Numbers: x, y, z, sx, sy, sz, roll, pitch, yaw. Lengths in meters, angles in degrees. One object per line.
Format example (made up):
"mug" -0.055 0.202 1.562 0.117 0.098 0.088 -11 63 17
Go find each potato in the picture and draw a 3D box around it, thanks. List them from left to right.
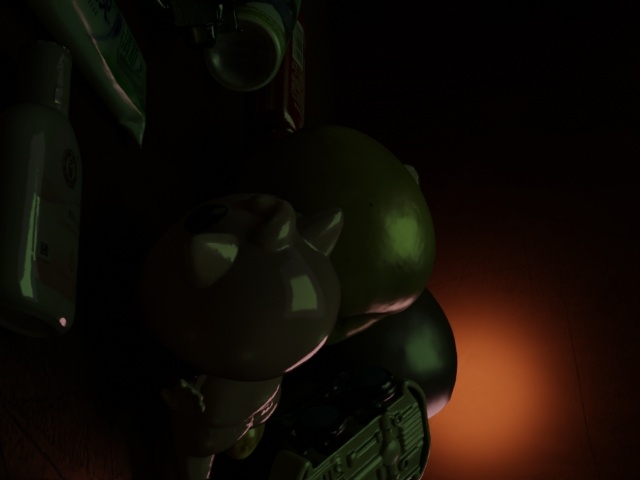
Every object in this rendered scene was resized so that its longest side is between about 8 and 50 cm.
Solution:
"potato" -0.084 0.189 0.950 0.068 0.062 0.083 51 -4 -23

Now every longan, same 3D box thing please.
"longan" 0.052 0.153 1.337 0.350 0.288 0.289 158 -72 -84

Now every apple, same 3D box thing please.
"apple" 0.000 0.000 1.079 0.262 0.262 0.262 -5 90 -84

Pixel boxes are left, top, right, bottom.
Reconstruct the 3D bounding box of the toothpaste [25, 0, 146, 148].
"toothpaste" -0.157 -0.147 0.620 0.297 0.048 0.075 73 14 -75

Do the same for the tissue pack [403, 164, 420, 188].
"tissue pack" 0.041 -0.031 1.440 0.225 0.184 0.124 127 -39 -72

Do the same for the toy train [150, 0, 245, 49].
"toy train" -0.123 -0.293 0.858 0.137 0.090 0.226 -100 -177 -77

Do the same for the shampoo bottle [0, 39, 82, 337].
"shampoo bottle" -0.159 -0.033 0.515 0.080 0.040 0.165 65 22 -69

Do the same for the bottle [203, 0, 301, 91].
"bottle" -0.080 -0.283 1.195 0.330 0.093 0.093 -82 166 -64

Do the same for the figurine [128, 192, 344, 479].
"figurine" -0.088 0.077 0.752 0.186 0.176 0.287 41 -40 30

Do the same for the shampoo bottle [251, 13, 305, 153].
"shampoo bottle" -0.063 -0.218 1.385 0.118 0.076 0.314 78 10 -55

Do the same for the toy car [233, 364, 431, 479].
"toy car" -0.008 0.249 1.092 0.248 0.198 0.204 -31 122 -40

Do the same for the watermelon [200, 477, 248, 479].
"watermelon" -0.049 0.240 0.648 0.141 0.187 0.141 -177 -90 -89
